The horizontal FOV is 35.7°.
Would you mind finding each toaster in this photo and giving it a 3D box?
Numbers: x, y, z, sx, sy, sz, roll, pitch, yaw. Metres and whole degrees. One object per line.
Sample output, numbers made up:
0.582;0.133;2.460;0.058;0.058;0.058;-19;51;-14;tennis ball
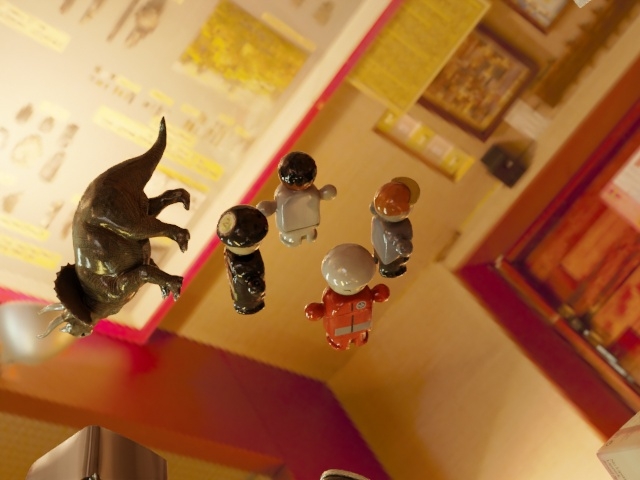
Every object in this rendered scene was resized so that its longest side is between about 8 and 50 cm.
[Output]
-0.324;0.372;1.460;0.168;0.185;0.110;36;-151;-36;toaster

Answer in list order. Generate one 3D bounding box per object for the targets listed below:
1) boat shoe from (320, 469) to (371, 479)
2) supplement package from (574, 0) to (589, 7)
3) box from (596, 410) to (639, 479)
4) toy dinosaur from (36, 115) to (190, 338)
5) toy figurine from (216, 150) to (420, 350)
0.089;0.411;1.413;0.227;0.081;0.069;32;-137;6;boat shoe
0.350;-0.461;1.380;0.134;0.139;0.244;40;-152;-33;supplement package
0.506;0.297;1.327;0.149;0.126;0.232;54;159;5;box
-0.250;-0.005;1.252;0.160;0.314;0.121;11;-171;-18;toy dinosaur
0.000;0.000;1.177;0.213;0.148;0.209;20;-133;20;toy figurine
